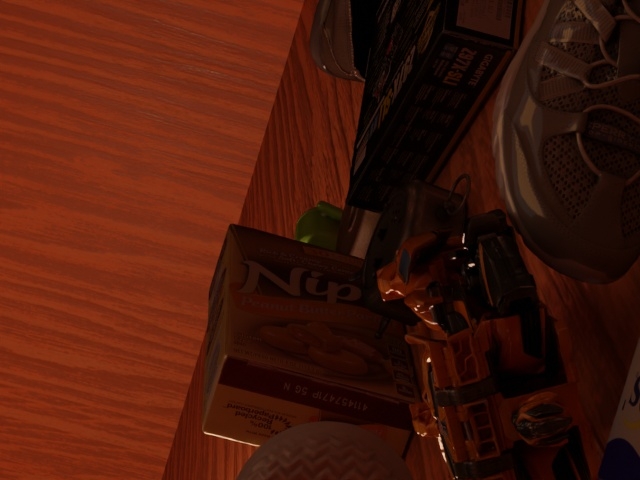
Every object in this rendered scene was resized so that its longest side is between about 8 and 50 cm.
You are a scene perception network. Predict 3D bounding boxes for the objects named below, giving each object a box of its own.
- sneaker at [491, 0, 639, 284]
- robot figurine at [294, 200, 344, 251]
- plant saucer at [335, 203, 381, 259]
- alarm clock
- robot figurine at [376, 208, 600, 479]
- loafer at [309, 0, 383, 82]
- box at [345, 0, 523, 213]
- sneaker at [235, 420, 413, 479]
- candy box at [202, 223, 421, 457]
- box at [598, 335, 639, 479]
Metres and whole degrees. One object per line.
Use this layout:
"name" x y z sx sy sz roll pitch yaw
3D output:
"sneaker" 0.173 -0.115 0.849 0.115 0.105 0.281 143 139 -69
"robot figurine" 0.000 0.000 1.880 0.115 0.067 0.101 -91 9 -61
"plant saucer" 0.053 -0.026 1.697 0.198 0.036 0.199 -166 90 -81
"alarm clock" 0.088 -0.001 1.328 0.192 0.064 0.129 -51 21 49
"robot figurine" 0.096 0.085 0.883 0.291 0.085 0.211 -115 10 -84
"loafer" 0.086 -0.359 1.839 0.130 0.133 0.366 -130 41 -51
"box" 0.117 -0.209 1.463 0.322 0.079 0.257 119 162 -58
"sneaker" 0.025 0.217 0.835 0.210 0.137 0.366 -84 -16 -60
"candy box" -0.015 0.098 1.425 0.316 0.182 0.088 -97 24 -67
"box" 0.182 0.060 0.602 0.126 0.072 0.137 -135 60 -81
